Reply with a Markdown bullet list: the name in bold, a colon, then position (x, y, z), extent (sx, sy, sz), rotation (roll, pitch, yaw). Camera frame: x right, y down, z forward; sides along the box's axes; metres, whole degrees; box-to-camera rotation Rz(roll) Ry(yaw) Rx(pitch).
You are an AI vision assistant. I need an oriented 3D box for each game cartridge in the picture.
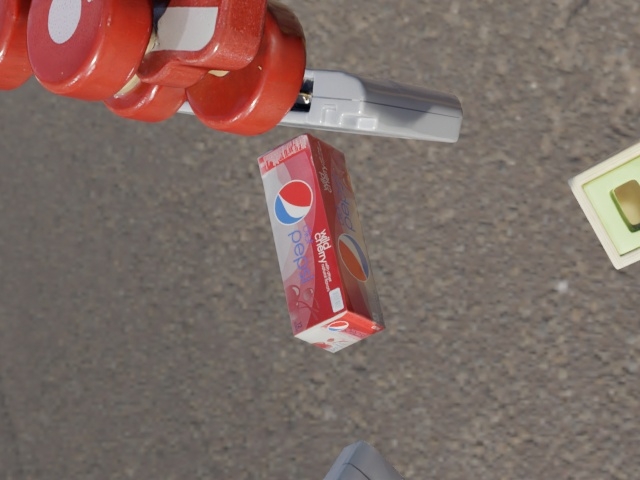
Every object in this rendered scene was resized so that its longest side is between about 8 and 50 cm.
- **game cartridge**: position (-0.021, -0.136, 1.174), extent (0.294, 0.196, 0.060), rotation (10, 91, 36)

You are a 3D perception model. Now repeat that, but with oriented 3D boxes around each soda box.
- **soda box**: position (0.000, 0.000, 1.506), extent (0.083, 0.092, 0.263), rotation (-28, 58, 26)

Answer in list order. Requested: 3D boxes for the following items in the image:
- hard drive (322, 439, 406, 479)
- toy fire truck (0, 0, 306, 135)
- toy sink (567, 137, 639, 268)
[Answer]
- **hard drive**: position (0.028, 0.380, 1.067), extent (0.233, 0.353, 0.047), rotation (48, 137, -9)
- **toy fire truck**: position (-0.130, -0.217, 0.854), extent (0.302, 0.169, 0.254), rotation (13, 93, 47)
- **toy sink**: position (0.498, -0.082, 1.706), extent (0.234, 0.131, 0.153), rotation (-29, 89, 40)
